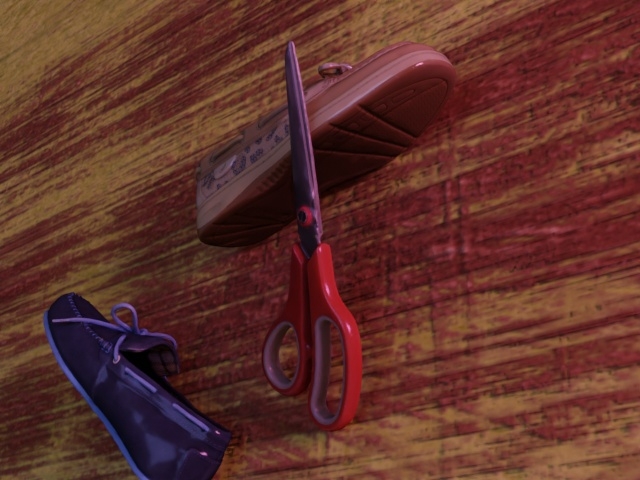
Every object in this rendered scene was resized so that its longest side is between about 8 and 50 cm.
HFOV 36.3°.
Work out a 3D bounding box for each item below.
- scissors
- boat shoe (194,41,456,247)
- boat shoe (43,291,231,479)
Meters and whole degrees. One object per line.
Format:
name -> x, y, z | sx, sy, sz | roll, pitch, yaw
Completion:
scissors -> 0.000, 0.000, 0.756 | 0.109, 0.021, 0.297 | 19, 109, 46
boat shoe -> -0.013, -0.093, 0.836 | 0.285, 0.104, 0.089 | -32, 61, 30
boat shoe -> -0.161, 0.127, 0.899 | 0.089, 0.109, 0.258 | -49, 60, 4
